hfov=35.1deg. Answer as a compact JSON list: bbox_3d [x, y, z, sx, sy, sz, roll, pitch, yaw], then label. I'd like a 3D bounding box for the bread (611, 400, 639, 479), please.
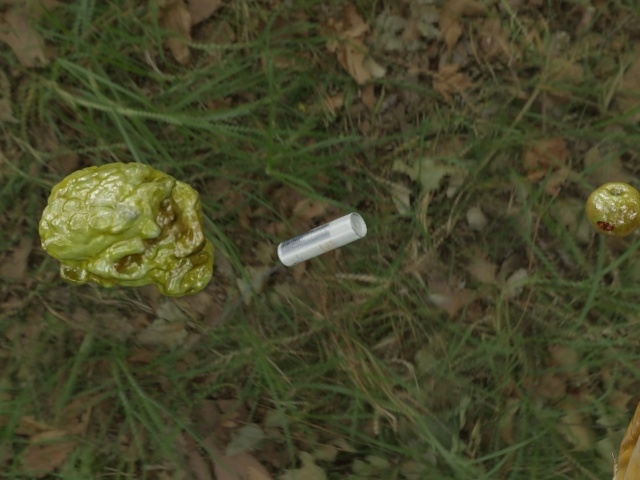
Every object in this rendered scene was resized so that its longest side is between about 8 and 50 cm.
[{"bbox_3d":[0.263,0.140,0.610,0.139,0.240,0.240,-1,76,5],"label":"bread"}]

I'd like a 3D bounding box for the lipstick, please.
[{"bbox_3d":[0.000,0.000,1.486,0.141,0.040,0.040,-22,72,32],"label":"lipstick"}]

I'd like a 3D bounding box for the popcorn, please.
[{"bbox_3d":[-0.296,-0.023,1.598,0.285,0.225,0.174,13,52,-11],"label":"popcorn"}]

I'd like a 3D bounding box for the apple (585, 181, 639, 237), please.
[{"bbox_3d":[0.425,-0.046,1.456,0.083,0.071,0.084,-4,48,4],"label":"apple"}]
